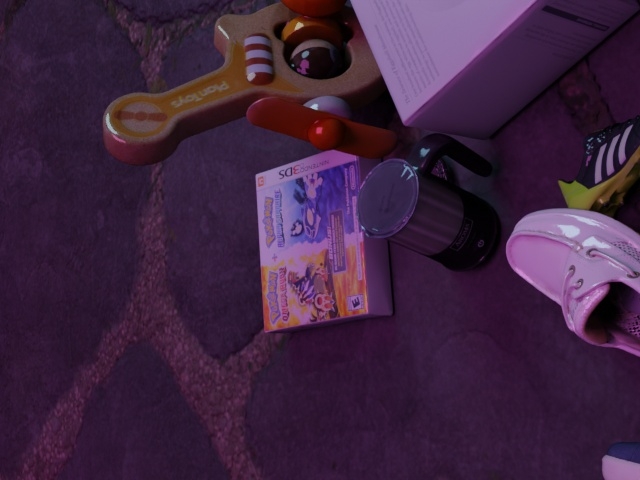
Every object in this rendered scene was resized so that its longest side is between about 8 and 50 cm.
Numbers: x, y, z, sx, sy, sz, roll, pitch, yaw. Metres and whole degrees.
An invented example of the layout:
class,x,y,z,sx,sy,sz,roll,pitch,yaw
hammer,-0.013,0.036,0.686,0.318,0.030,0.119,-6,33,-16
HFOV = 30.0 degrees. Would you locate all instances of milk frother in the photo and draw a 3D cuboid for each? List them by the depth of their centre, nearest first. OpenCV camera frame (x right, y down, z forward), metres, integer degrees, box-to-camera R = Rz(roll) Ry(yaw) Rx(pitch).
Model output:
class,x,y,z,sx,sy,sz,roll,pitch,yaw
milk frother,0.096,-0.048,1.255,0.143,0.135,0.129,8,79,46

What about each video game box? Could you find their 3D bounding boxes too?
class,x,y,z,sx,sy,sz,roll,pitch,yaw
video game box,0.000,0.000,1.427,0.187,0.048,0.205,-16,74,48

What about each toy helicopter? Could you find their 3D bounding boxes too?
class,x,y,z,sx,sy,sz,roll,pitch,yaw
toy helicopter,-0.069,-0.159,1.319,0.235,0.355,0.140,52,153,26

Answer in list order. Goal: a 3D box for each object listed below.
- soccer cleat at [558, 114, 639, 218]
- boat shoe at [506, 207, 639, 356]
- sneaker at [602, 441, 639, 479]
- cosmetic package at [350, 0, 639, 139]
class,x,y,z,sx,sy,sz,roll,pitch,yaw
soccer cleat,0.286,-0.088,1.110,0.179,0.060,0.072,-52,50,35
boat shoe,0.260,0.048,1.074,0.277,0.096,0.098,25,138,47
sneaker,0.384,0.137,0.940,0.350,0.131,0.148,-11,71,41
cosmetic package,0.160,-0.260,1.206,0.225,0.138,0.224,-40,58,36
